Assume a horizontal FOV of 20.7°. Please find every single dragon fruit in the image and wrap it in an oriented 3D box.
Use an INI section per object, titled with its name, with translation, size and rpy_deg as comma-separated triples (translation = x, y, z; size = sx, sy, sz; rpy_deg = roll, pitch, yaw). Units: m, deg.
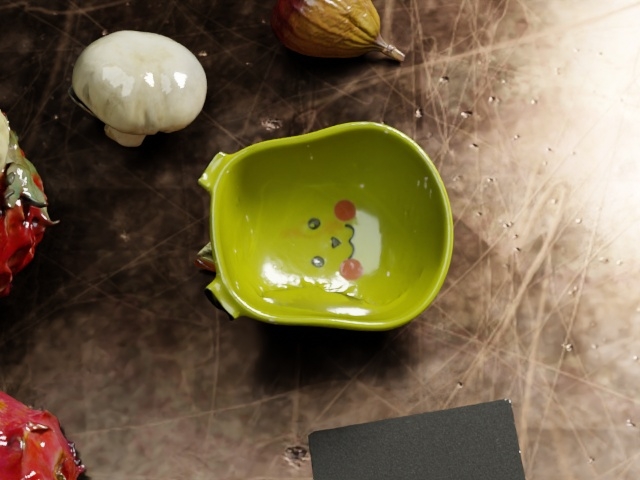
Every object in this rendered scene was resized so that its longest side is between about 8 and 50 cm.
[dragon fruit]
translation = -0.348, 0.249, 1.750
size = 0.163, 0.189, 0.262
rpy_deg = -17, 59, 34

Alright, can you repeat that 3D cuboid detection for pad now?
[pad]
translation = 0.098, 0.239, 1.762
size = 0.211, 0.003, 0.143
rpy_deg = -9, 60, 3

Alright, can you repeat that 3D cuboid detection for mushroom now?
[mushroom]
translation = -0.204, -0.167, 1.971
size = 0.154, 0.123, 0.154
rpy_deg = 11, 27, -5

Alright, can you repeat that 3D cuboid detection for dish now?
[dish]
translation = 0.000, 0.000, 1.827
size = 0.262, 0.108, 0.221
rpy_deg = -4, 75, -10

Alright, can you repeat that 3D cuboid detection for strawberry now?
[strawberry]
translation = -0.414, -0.003, 1.894
size = 0.280, 0.150, 0.253
rpy_deg = -36, 42, -9

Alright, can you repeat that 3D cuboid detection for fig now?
[fig]
translation = 0.017, -0.257, 2.011
size = 0.119, 0.153, 0.119
rpy_deg = -33, 43, 38

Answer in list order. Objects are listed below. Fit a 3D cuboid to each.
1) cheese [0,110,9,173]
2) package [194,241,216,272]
[cheese]
translation = -0.431, -0.085, 1.799
size = 0.226, 0.117, 0.214
rpy_deg = -33, 45, -1
[package]
translation = -0.062, -0.001, 1.903
size = 0.108, 0.031, 0.121
rpy_deg = 25, 69, 19
